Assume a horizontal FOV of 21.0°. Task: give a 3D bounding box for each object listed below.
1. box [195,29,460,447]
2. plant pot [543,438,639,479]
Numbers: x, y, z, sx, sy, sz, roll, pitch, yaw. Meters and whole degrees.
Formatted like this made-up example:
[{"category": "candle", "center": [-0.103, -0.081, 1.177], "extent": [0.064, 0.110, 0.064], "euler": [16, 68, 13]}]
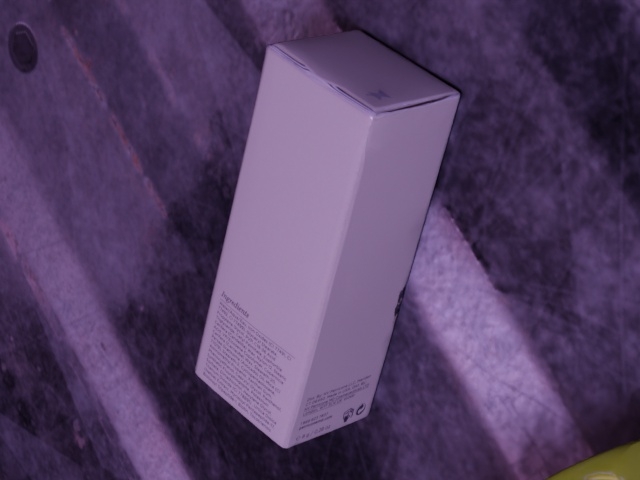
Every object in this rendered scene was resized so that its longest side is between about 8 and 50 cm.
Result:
[{"category": "box", "center": [0.000, 0.000, 1.216], "extent": [0.113, 0.094, 0.275], "euler": [37, 126, 33]}, {"category": "plant pot", "center": [0.143, 0.276, 0.986], "extent": [0.228, 0.207, 0.227], "euler": [-117, 25, -42]}]
